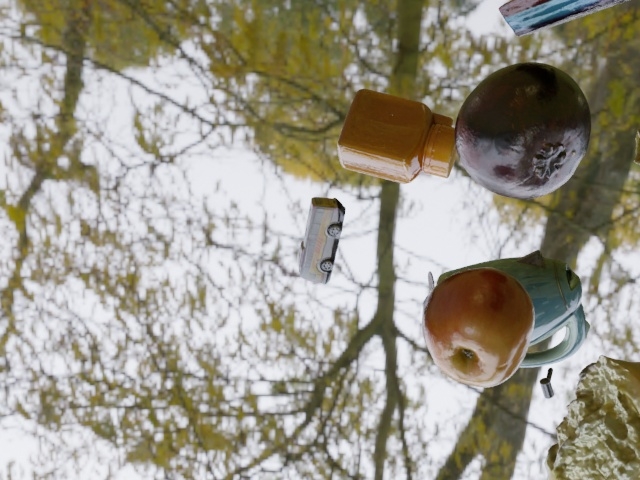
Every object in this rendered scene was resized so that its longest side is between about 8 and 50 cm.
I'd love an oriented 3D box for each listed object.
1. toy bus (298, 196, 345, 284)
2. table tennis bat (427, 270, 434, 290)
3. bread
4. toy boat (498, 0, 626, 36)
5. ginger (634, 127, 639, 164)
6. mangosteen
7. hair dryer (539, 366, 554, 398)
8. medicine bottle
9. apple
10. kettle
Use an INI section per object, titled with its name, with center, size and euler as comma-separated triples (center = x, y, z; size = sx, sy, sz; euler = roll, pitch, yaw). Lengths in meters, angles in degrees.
[toy bus]
center = 0.000, 0.000, 1.842
size = 0.072, 0.172, 0.057
euler = 8, -154, -9
[table tennis bat]
center = 0.301, 0.121, 2.542
size = 0.007, 0.050, 0.083
euler = -5, -124, -8
[bread]
center = 0.557, 0.358, 1.605
size = 0.270, 0.316, 0.211
euler = 9, -155, -23
[toy boat]
center = 0.462, -0.412, 1.480
size = 0.136, 0.080, 0.392
euler = -17, -177, -44
[ginger]
center = 0.772, -0.206, 1.989
size = 0.193, 0.122, 0.115
euler = 14, -120, -16
[mangosteen]
center = 0.333, -0.201, 1.612
size = 0.235, 0.236, 0.261
euler = -4, -145, -18
[hair dryer]
center = 0.538, 0.330, 2.229
size = 0.026, 0.047, 0.083
euler = -8, -151, 25
[medicine bottle]
center = 0.159, -0.198, 1.875
size = 0.222, 0.149, 0.112
euler = 16, 161, 12
[apple]
center = 0.250, 0.141, 1.494
size = 0.199, 0.199, 0.199
euler = 3, -158, -1
[kettle]
center = 0.513, 0.186, 2.418
size = 0.342, 0.320, 0.247
euler = -19, -159, 24
